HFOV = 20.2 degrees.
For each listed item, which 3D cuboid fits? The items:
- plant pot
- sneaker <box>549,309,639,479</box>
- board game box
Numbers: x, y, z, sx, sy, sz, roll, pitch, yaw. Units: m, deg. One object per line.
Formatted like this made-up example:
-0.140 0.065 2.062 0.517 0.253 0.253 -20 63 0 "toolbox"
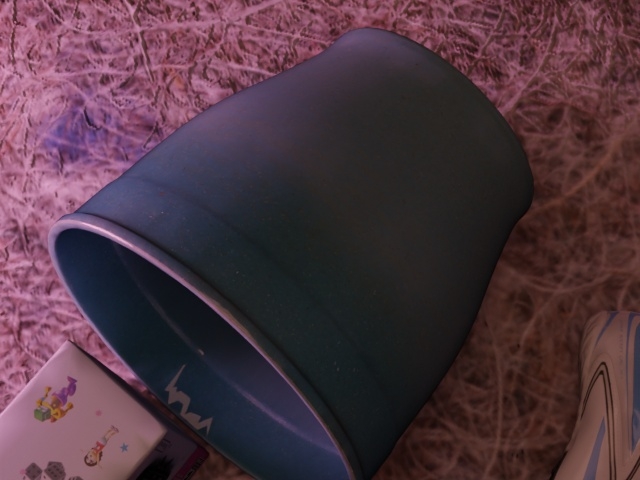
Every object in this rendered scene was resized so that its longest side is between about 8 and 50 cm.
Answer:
0.000 0.000 1.220 0.271 0.272 0.255 38 70 13 "plant pot"
0.203 0.164 1.238 0.086 0.085 0.237 10 78 19 "sneaker"
-0.217 0.222 1.200 0.097 0.224 0.303 40 84 11 "board game box"
